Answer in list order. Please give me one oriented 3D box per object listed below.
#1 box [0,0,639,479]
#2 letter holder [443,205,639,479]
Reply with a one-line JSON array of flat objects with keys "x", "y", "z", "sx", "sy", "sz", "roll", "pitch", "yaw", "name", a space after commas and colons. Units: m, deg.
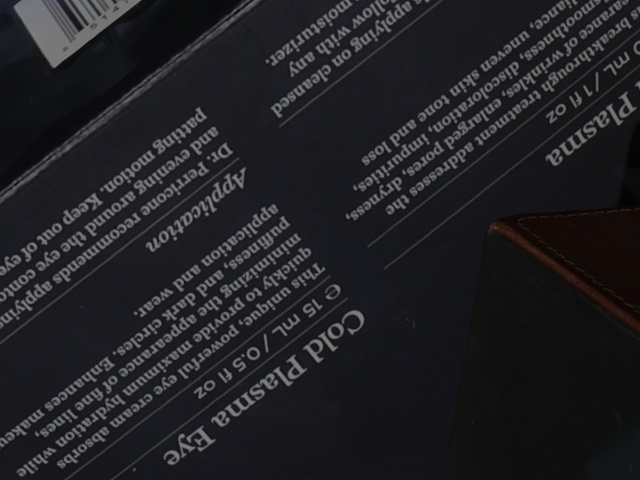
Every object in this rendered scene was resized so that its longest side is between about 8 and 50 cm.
[{"x": 0.000, "y": 0.000, "z": 0.756, "sx": 0.312, "sy": 0.343, "sz": 0.179, "roll": 53, "pitch": 179, "yaw": -34, "name": "box"}, {"x": 0.212, "y": 0.110, "z": 0.595, "sx": 0.214, "sy": 0.152, "sz": 0.302, "roll": -7, "pitch": -152, "yaw": -29, "name": "letter holder"}]
